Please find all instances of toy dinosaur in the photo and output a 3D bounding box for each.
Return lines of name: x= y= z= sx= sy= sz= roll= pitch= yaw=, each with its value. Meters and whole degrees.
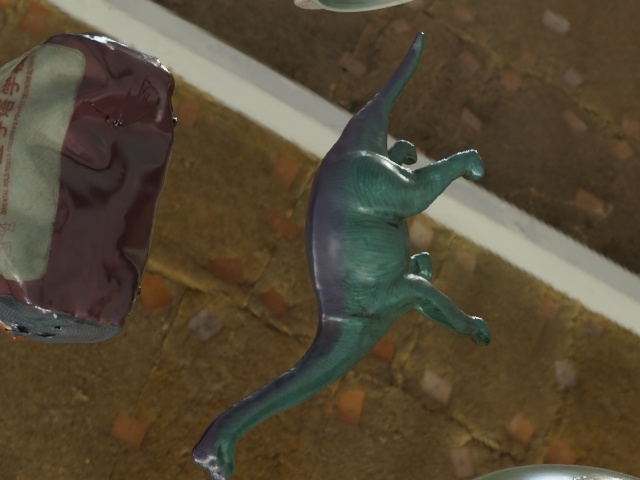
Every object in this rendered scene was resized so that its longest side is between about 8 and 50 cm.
toy dinosaur: x=0.000 y=0.000 z=0.943 sx=0.331 sy=0.129 sz=0.383 roll=-10 pitch=-89 yaw=-34

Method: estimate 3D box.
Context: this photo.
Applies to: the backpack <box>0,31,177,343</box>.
backpack: x=-0.286 y=-0.042 z=0.987 sx=0.197 sy=0.317 sz=0.283 roll=23 pitch=-109 yaw=-42

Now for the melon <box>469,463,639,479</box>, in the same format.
melon: x=0.217 y=0.320 z=0.831 sx=0.330 sy=0.268 sz=0.268 roll=8 pitch=-130 yaw=19

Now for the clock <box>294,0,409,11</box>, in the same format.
clock: x=0.047 y=-0.227 z=0.763 sx=0.151 sy=0.191 sz=0.062 roll=0 pitch=-106 yaw=-64
